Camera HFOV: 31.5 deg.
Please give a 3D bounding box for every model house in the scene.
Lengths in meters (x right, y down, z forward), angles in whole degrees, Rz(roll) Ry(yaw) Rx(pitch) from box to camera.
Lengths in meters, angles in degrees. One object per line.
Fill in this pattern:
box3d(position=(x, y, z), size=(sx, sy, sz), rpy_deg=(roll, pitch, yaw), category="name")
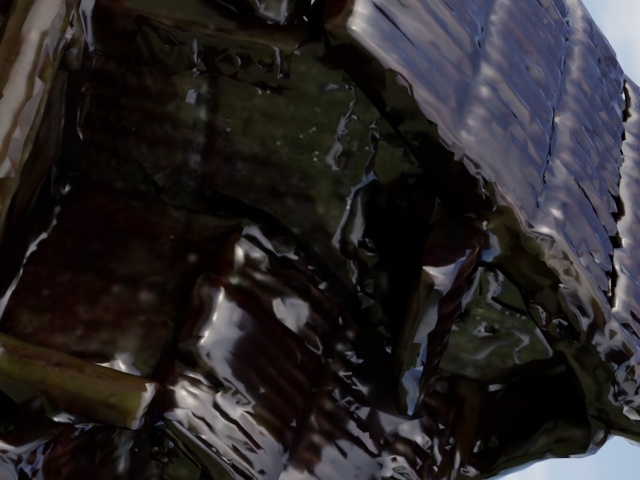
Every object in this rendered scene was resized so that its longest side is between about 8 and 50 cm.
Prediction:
box3d(position=(0.000, 0.000, 0.423), size=(0.317, 0.282, 0.297), rpy_deg=(-69, 175, -45), category="model house")
